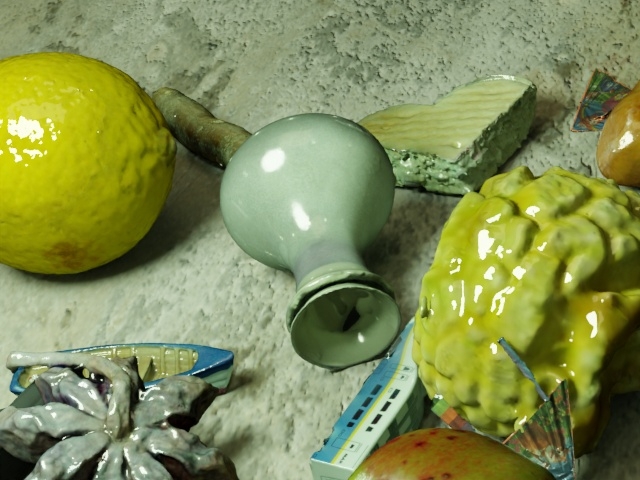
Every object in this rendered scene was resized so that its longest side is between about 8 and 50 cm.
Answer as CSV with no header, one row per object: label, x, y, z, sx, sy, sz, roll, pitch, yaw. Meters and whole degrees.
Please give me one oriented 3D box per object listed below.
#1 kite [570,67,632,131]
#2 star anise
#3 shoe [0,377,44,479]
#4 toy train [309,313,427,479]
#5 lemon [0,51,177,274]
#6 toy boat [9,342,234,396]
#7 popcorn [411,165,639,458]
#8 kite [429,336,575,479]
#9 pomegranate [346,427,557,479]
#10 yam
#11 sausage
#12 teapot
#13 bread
kite,0.349,-0.157,1.821,0.159,0.010,0.190,-26,34,-18
star anise,-0.187,0.165,1.394,0.230,0.081,0.262,-30,60,-28
shoe,-0.323,0.194,1.441,0.093,0.108,0.241,27,37,12
toy train,0.067,0.141,1.435,0.051,0.052,0.234,10,39,29
lemon,-0.293,-0.084,1.748,0.267,0.267,0.267,-10,32,7
toy boat,-0.187,0.132,1.554,0.229,0.046,0.080,-5,32,14
popcorn,0.195,0.071,1.369,0.237,0.206,0.251,-9,62,-17
kite,0.144,0.183,1.286,0.160,0.183,0.010,46,20,14
pomegranate,0.120,0.231,1.156,0.246,0.198,0.198,-2,29,-16
yam,-0.125,-0.119,1.907,0.061,0.061,0.253,-29,36,-22
sausage,0.373,-0.152,1.711,0.109,0.109,0.270,9,44,32
teapot,0.000,0.000,1.581,0.184,0.183,0.251,-15,43,0
bread,0.145,-0.108,1.776,0.232,0.064,0.172,-19,33,-4
